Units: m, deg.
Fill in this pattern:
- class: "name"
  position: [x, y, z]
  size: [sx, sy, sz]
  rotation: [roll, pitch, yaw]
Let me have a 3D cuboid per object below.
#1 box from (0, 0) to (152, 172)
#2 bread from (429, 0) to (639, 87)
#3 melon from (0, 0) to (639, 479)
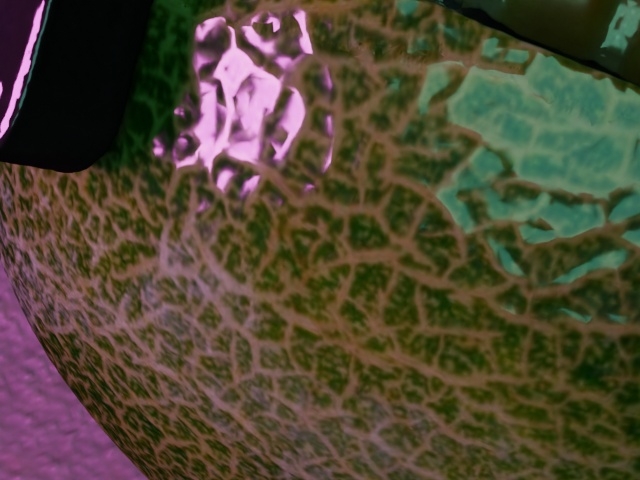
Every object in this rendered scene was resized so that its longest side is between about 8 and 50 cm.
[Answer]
- class: "box"
  position: [-0.192, -0.166, 0.802]
  size: [0.350, 0.058, 0.211]
  rotation: [19, 98, 40]
- class: "bread"
  position: [0.190, -0.155, 0.799]
  size: [0.239, 0.111, 0.246]
  rotation: [26, 97, 7]
- class: "melon"
  position: [0.000, 0.000, 0.815]
  size: [0.343, 0.331, 0.226]
  rotation: [18, 52, 9]
